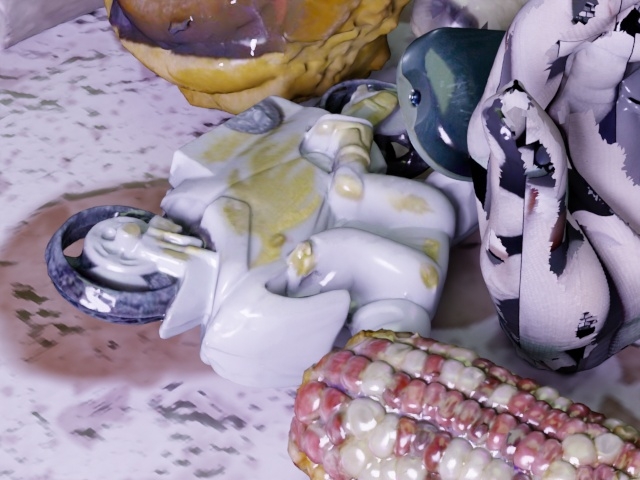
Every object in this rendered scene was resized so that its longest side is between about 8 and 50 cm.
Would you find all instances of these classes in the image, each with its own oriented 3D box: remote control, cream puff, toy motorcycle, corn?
[{"bbox_3d":[0.136,-0.061,0.886,0.222,0.042,0.072,-1,67,-27],"label":"remote control"},{"bbox_3d":[-0.019,-0.147,0.942,0.129,0.189,0.189,14,19,-50],"label":"cream puff"},{"bbox_3d":[0.000,0.000,0.833,0.151,0.074,0.229,37,42,25],"label":"toy motorcycle"},{"bbox_3d":[0.095,0.102,0.711,0.237,0.079,0.079,26,46,25],"label":"corn"}]

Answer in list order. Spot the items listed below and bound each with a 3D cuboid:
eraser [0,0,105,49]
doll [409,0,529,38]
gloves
[{"bbox_3d":[-0.204,-0.268,1.067,0.144,0.078,0.343,-26,69,-29],"label":"eraser"},{"bbox_3d":[0.153,-0.160,1.014,0.149,0.175,0.278,-13,28,53],"label":"doll"},{"bbox_3d":[0.112,-0.041,0.773,0.128,0.212,0.111,-7,40,-9],"label":"gloves"}]
